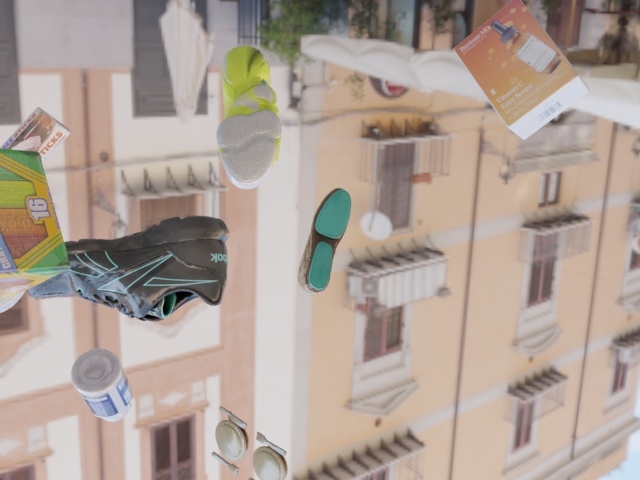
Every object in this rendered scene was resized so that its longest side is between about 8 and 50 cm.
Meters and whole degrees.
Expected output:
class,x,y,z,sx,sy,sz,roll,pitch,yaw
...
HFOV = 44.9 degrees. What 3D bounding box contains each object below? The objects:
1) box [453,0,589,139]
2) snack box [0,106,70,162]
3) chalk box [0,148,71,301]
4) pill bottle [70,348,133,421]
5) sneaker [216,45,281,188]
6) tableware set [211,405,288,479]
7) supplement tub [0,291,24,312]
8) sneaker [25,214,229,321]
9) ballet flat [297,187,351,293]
class,x,y,z,sx,sy,sz,roll,pitch,yaw
box,0.318,-0.272,1.232,0.130,0.171,0.091,-38,157,21
snack box,-0.486,-0.129,1.242,0.022,0.178,0.064,45,-178,41
chalk box,-0.372,-0.008,0.724,0.132,0.133,0.213,-22,172,30
pill bottle,-0.416,0.286,1.495,0.094,0.169,0.094,0,-125,0
sneaker,-0.102,-0.161,1.136,0.091,0.240,0.126,1,153,-2
tableware set,-0.137,0.431,1.582,0.194,0.128,0.039,26,-155,31
supplement tub,-0.734,0.013,1.507,0.315,0.194,0.193,16,-161,18
sneaker,-0.231,0.046,0.902,0.267,0.106,0.101,-12,170,16
ballet flat,0.000,0.000,1.418,0.073,0.206,0.067,28,159,-22
